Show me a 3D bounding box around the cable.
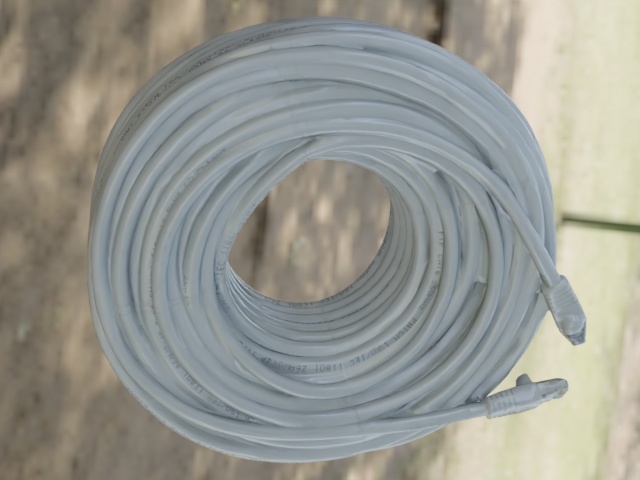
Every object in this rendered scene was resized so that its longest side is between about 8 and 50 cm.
[{"bbox_3d":[0.000,0.000,1.004,0.089,0.257,0.257,-111,-176,-63],"label":"cable"}]
